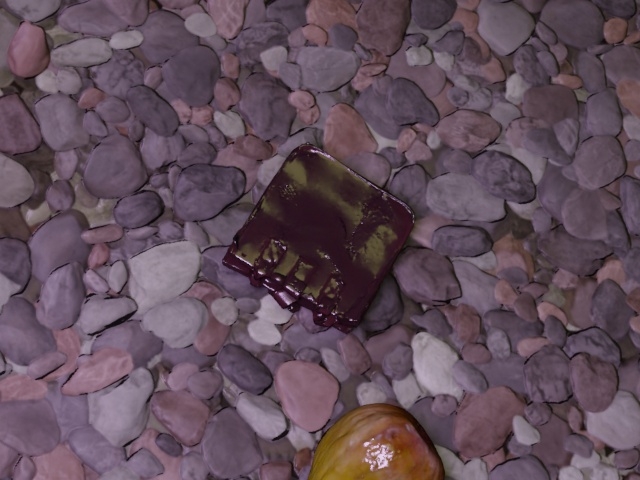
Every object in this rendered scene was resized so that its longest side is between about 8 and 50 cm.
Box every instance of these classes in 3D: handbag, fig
[{"bbox_3d":[0.000,0.001,2.092,0.203,0.074,0.216,29,66,1],"label":"handbag"},{"bbox_3d":[0.026,0.304,1.944,0.257,0.159,0.159,-23,73,-3],"label":"fig"}]
